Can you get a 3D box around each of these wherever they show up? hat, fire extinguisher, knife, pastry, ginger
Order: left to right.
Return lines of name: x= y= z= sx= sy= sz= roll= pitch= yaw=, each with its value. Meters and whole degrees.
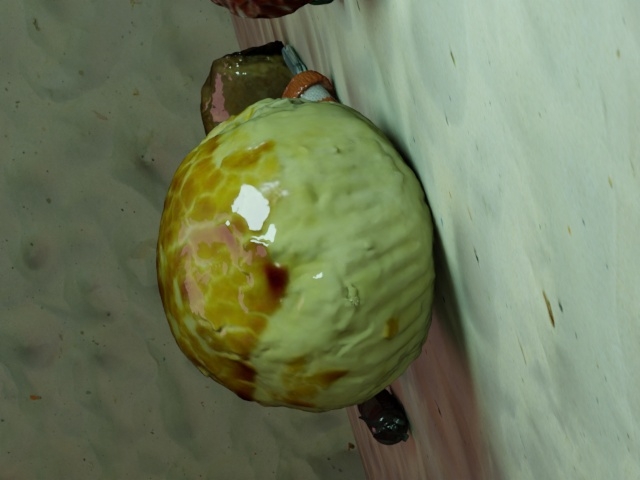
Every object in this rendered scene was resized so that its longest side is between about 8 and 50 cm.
ginger: x=-0.134 y=-0.253 z=2.490 sx=0.269 sy=0.200 sz=0.223 roll=177 pitch=77 yaw=-86
pastry: x=-0.040 y=0.021 z=1.543 sx=0.388 sy=0.312 sz=0.388 roll=162 pitch=90 yaw=-74
knife: x=-0.046 y=-0.321 z=2.297 sx=0.162 sy=0.023 sz=0.044 roll=-116 pitch=14 yaw=-65
hat: x=0.012 y=-0.173 z=1.920 sx=0.162 sy=0.093 sz=0.112 roll=48 pitch=173 yaw=31
fire extinguisher: x=0.111 y=0.351 z=2.453 sx=0.252 sy=0.106 sz=0.075 roll=-125 pitch=38 yaw=-77

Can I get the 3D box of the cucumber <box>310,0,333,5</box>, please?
cucumber: x=-0.031 y=-0.375 z=1.654 sx=0.211 sy=0.062 sz=0.078 roll=-115 pitch=8 yaw=-57

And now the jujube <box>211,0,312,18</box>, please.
jujube: x=-0.060 y=-0.384 z=1.247 sx=0.342 sy=0.216 sz=0.216 roll=90 pitch=163 yaw=-56
